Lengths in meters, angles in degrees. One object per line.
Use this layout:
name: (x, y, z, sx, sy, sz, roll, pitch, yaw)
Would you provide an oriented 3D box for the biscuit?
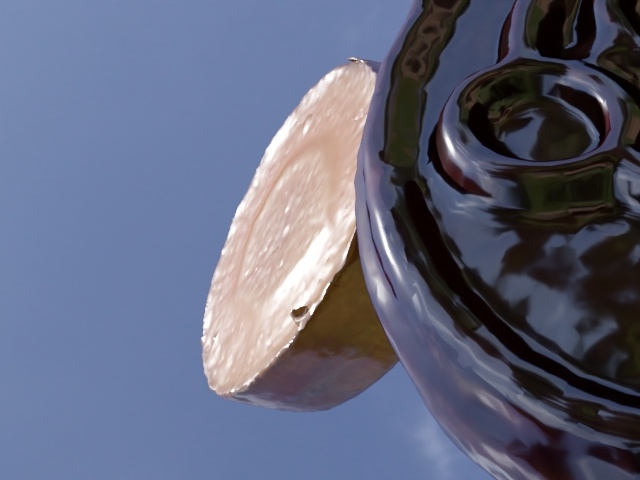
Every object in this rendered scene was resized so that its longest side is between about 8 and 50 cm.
biscuit: (0.204, -0.058, 0.663, 0.407, 0.407, 0.091, -49, -44, -24)

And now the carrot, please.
carrot: (0.000, 0.000, 1.279, 0.100, 0.307, 0.258, 25, -136, -24)
